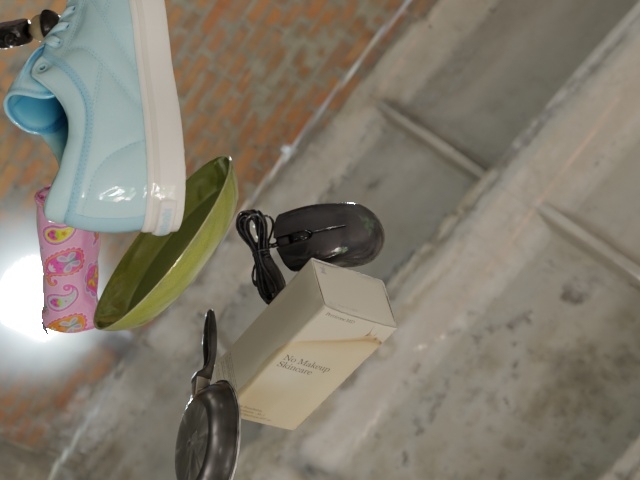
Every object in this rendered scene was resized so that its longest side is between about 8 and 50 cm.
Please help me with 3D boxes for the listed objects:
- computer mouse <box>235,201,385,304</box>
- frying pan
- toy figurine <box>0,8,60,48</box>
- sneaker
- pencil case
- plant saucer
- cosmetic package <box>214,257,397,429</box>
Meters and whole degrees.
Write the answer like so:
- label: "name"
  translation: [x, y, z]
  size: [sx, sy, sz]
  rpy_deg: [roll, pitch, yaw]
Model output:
- label: "computer mouse"
  translation: [0.000, 0.000, 2.086]
  size: [0.072, 0.272, 0.188]
  rpy_deg: [126, -52, -64]
- label: "frying pan"
  translation: [-0.163, 0.239, 1.729]
  size: [0.197, 0.053, 0.326]
  rpy_deg: [-27, -125, 59]
- label: "toy figurine"
  translation: [-0.524, -0.438, 1.937]
  size: [0.148, 0.209, 0.213]
  rpy_deg: [-7, -114, 10]
- label: "sneaker"
  translation: [-0.226, -0.171, 1.103]
  size: [0.135, 0.150, 0.366]
  rpy_deg: [117, -36, -50]
- label: "pencil case"
  translation: [-0.463, 0.034, 2.134]
  size: [0.124, 0.124, 0.284]
  rpy_deg: [-125, -146, -54]
- label: "plant saucer"
  translation: [-0.164, 0.010, 1.296]
  size: [0.241, 0.037, 0.241]
  rpy_deg: [-44, -160, 21]
- label: "cosmetic package"
  translation: [-0.031, 0.183, 1.982]
  size: [0.309, 0.160, 0.113]
  rpy_deg: [-48, -141, 33]
